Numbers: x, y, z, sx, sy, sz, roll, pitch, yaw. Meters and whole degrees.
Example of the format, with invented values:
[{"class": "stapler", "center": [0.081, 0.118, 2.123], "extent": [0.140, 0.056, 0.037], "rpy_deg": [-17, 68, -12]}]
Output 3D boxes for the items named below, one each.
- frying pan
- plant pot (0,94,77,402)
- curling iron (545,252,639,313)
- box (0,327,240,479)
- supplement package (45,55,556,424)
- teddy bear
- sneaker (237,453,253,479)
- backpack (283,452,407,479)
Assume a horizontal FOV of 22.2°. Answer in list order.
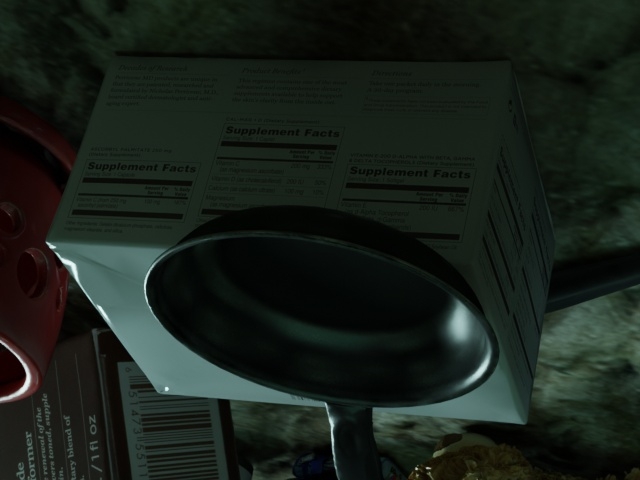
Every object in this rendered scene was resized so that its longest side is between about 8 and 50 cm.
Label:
[{"class": "frying pan", "center": [0.034, 0.071, 0.940], "extent": [0.197, 0.053, 0.326], "rpy_deg": [-6, 146, 32]}, {"class": "plant pot", "center": [-0.258, 0.000, 1.117], "extent": [0.191, 0.174, 0.191], "rpy_deg": [11, 151, 6]}, {"class": "curling iron", "center": [0.128, 0.039, 1.162], "extent": [0.274, 0.035, 0.068], "rpy_deg": [-9, 145, 36]}, {"class": "box", "center": [-0.241, 0.201, 1.423], "extent": [0.143, 0.191, 0.381], "rpy_deg": [2, 164, -42]}, {"class": "supplement package", "center": [0.000, 0.000, 1.033], "extent": [0.262, 0.145, 0.204], "rpy_deg": [3, 149, 19]}, {"class": "teddy bear", "center": [0.204, 0.252, 1.466], "extent": [0.338, 0.113, 0.245], "rpy_deg": [15, 160, -19]}, {"class": "sneaker", "center": [-0.211, 0.287, 1.611], "extent": [0.296, 0.178, 0.124], "rpy_deg": [-7, 145, 33]}, {"class": "backpack", "center": [-0.002, 0.276, 1.563], "extent": [0.173, 0.116, 0.158], "rpy_deg": [-5, 147, 30]}]
